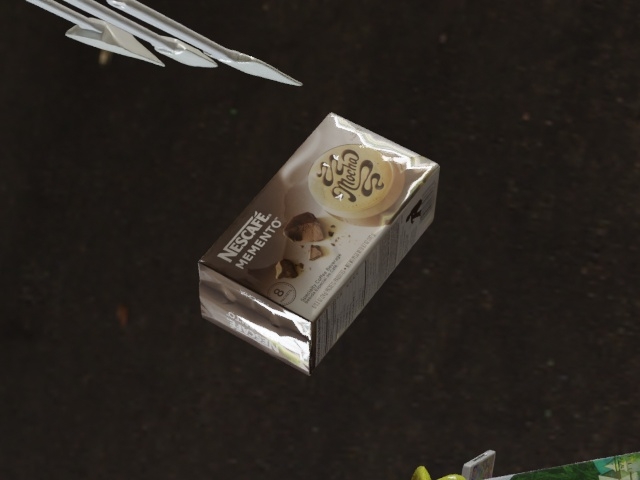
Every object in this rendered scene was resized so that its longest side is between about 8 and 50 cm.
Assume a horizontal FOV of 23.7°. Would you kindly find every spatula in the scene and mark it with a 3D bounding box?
[{"bbox_3d":[-0.135,-0.146,1.067,0.168,0.242,0.019,17,91,25],"label":"spatula"}]

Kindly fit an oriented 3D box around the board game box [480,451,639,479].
[{"bbox_3d":[0.271,0.376,1.482,0.318,0.066,0.318,-16,64,26],"label":"board game box"}]

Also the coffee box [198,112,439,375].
[{"bbox_3d":[0.000,0.000,1.900,0.168,0.297,0.119,28,147,20],"label":"coffee box"}]

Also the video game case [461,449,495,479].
[{"bbox_3d":[0.199,0.323,1.967,0.011,0.122,0.087,11,95,21],"label":"video game case"}]

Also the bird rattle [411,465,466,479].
[{"bbox_3d":[0.025,0.316,1.428,0.207,0.253,0.143,25,130,34],"label":"bird rattle"}]
